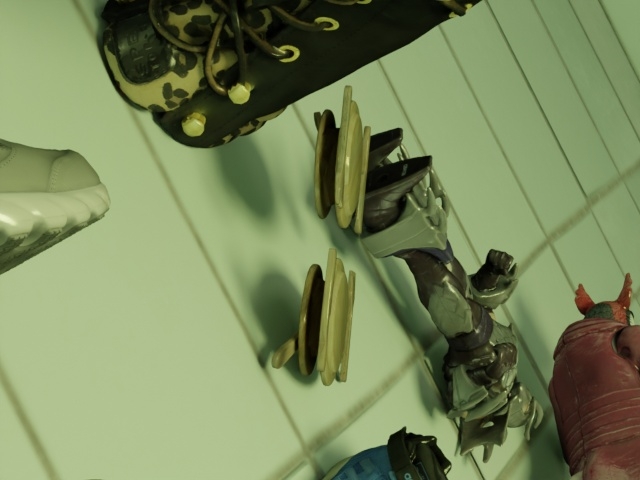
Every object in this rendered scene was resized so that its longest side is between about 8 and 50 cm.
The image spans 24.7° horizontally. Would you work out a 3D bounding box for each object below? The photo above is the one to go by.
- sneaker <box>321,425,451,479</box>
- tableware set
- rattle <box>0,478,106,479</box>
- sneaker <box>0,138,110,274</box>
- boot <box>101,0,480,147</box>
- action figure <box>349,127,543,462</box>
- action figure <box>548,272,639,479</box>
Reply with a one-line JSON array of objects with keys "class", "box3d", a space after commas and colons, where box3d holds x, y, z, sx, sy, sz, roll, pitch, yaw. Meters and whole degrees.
[{"class": "sneaker", "box3d": [0.035, 0.162, 0.901, 0.058, 0.084, 0.152, 62, 24, -2]}, {"class": "tableware set", "box3d": [0.000, 0.000, 0.987, 0.128, 0.039, 0.194, 49, 46, -78]}, {"class": "rattle", "box3d": [-0.134, 0.156, 0.630, 0.130, 0.143, 0.199, -70, 155, -17]}, {"class": "sneaker", "box3d": [-0.191, -0.034, 0.613, 0.281, 0.105, 0.115, -3, 68, -64]}, {"class": "boot", "box3d": [-0.009, -0.162, 0.898, 0.138, 0.284, 0.377, 63, 22, -3]}, {"class": "action figure", "box3d": [0.108, 0.051, 1.159, 0.285, 0.099, 0.185, 57, 15, -25]}, {"class": "action figure", "box3d": [0.249, 0.186, 1.262, 0.276, 0.248, 0.370, 13, 49, -26]}]
